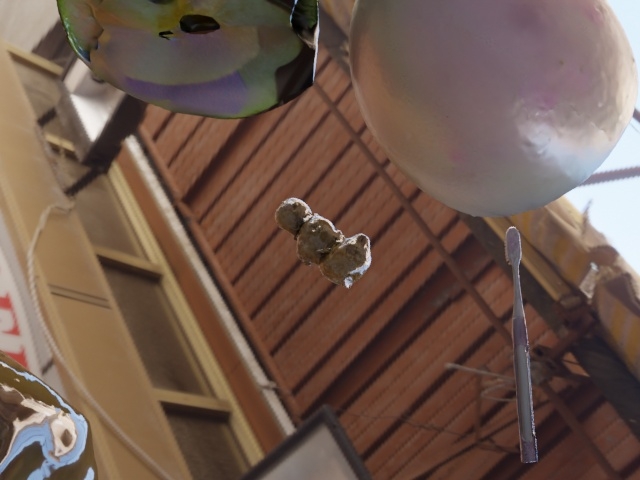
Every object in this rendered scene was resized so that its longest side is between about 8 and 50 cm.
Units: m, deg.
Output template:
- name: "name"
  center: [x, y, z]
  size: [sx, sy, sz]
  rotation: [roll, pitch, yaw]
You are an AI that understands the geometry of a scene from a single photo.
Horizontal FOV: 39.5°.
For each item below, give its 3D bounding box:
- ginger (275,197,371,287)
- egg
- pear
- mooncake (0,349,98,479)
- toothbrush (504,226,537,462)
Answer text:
- name: "ginger"
  center: [0.000, 0.000, 1.586]
  size: [0.204, 0.080, 0.104]
  rotation: [35, -96, 24]
- name: "egg"
  center: [0.195, -0.251, 1.181]
  size: [0.354, 0.340, 0.354]
  rotation: [-26, -136, 29]
- name: "pear"
  center: [-0.179, -0.369, 1.295]
  size: [0.399, 0.399, 0.165]
  rotation: [-15, -129, 34]
- name: "mooncake"
  center: [-0.258, 0.173, 0.474]
  size: [0.155, 0.284, 0.284]
  rotation: [21, -92, 35]
- name: "toothbrush"
  center: [0.299, 0.153, 1.344]
  size: [0.024, 0.029, 0.354]
  rotation: [0, -104, -5]
